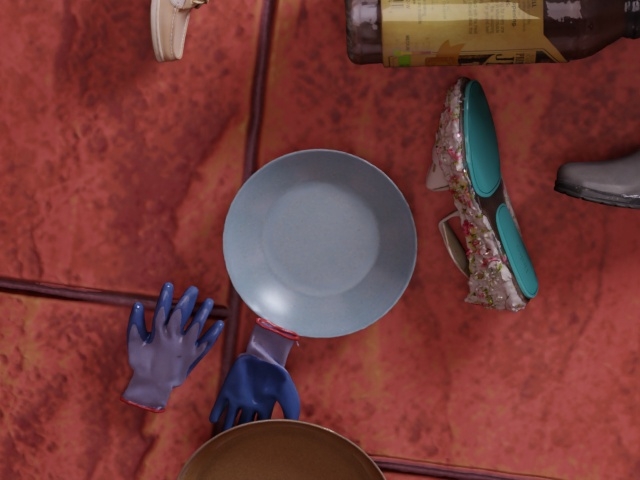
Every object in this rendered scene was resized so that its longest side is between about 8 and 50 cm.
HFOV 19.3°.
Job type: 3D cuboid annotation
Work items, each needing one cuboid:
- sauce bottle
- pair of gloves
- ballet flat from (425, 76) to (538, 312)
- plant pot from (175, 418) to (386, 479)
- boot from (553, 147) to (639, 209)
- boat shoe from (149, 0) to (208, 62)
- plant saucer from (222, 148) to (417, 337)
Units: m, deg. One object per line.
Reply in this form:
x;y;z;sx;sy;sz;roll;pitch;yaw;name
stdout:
0.194;-0.221;1.783;0.344;0.111;0.111;0;104;4;sauce bottle
-0.108;0.130;1.918;0.198;0.023;0.159;20;119;-3;pair of gloves
0.146;-0.038;1.850;0.077;0.091;0.241;-11;100;28;ballet flat
-0.038;0.283;1.948;0.236;0.032;0.236;1;112;4;plant pot
0.349;-0.113;1.829;0.246;0.083;0.161;0;97;-3;boot
-0.128;-0.253;1.817;0.059;0.063;0.170;9;104;7;boat shoe
0.000;0.000;1.886;0.195;0.037;0.195;1;105;2;plant saucer
